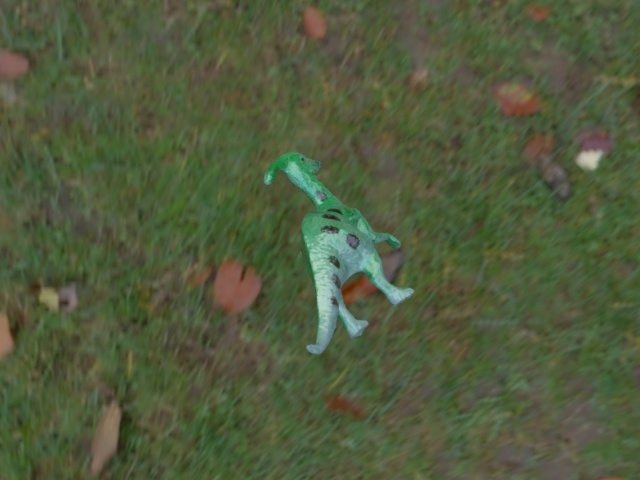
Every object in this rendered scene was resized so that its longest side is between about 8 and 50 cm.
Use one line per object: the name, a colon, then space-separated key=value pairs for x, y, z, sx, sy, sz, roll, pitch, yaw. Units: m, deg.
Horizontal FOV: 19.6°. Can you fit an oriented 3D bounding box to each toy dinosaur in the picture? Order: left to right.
toy dinosaur: x=0.000 y=0.000 z=0.577 sx=0.021 sy=0.083 sz=0.062 roll=-39 pitch=84 yaw=24
